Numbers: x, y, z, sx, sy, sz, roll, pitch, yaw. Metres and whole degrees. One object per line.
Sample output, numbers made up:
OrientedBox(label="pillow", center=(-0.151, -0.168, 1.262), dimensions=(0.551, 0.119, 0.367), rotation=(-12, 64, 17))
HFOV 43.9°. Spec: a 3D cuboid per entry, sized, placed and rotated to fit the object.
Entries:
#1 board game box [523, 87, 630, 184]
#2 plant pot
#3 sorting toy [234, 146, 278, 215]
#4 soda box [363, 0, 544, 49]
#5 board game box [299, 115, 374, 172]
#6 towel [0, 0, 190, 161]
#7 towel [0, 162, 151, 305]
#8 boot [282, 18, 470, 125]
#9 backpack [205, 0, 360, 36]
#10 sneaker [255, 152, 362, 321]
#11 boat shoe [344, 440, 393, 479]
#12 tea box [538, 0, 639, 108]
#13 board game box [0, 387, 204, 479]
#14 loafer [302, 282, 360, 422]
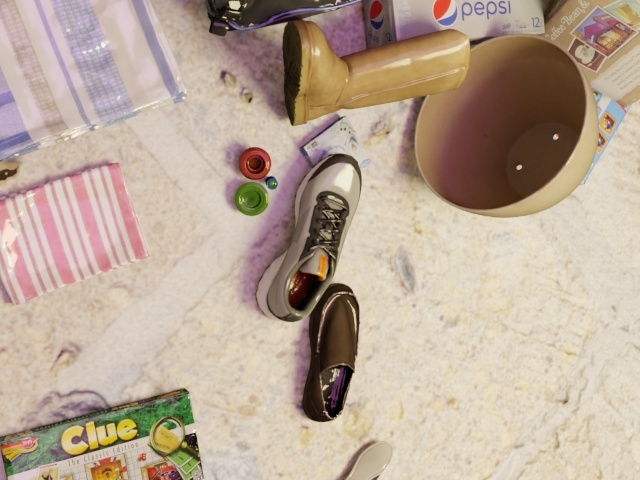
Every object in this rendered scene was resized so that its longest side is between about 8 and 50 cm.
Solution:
OrientedBox(label="board game box", center=(0.463, -0.230, 1.425), dimensions=(0.160, 0.039, 0.211), rotation=(39, 75, -20))
OrientedBox(label="plant pot", center=(0.320, -0.155, 1.258), dimensions=(0.191, 0.284, 0.284), rotation=(22, 82, -47))
OrientedBox(label="sorting toy", center=(-0.095, -0.089, 1.181), dimensions=(0.061, 0.042, 0.102), rotation=(6, 102, -9))
OrientedBox(label="soda box", center=(0.215, -0.362, 1.274), dimensions=(0.286, 0.098, 0.091), rotation=(-10, 98, -23))
OrientedBox(label="board game box", center=(0.026, -0.133, 1.240), dimensions=(0.090, 0.020, 0.090), rotation=(-38, 107, -19))
OrientedBox(label="towel", center=(-0.339, -0.244, 1.063), dimensions=(0.285, 0.034, 0.209), rotation=(-24, 101, -21))
OrientedBox(label="towel", center=(-0.343, -0.011, 1.073), dimensions=(0.197, 0.029, 0.144), rotation=(-21, 100, -22))
OrientedBox(label="boot", center=(0.083, -0.261, 1.131), dimensions=(0.269, 0.236, 0.089), rotation=(-14, 78, -8))
OrientedBox(label="backpack", center=(-0.064, -0.434, 1.076), dimensions=(0.276, 0.213, 0.263), rotation=(-18, 110, -17))
OrientedBox(label="sneaker", center=(0.000, 0.000, 1.179), dimensions=(0.100, 0.108, 0.272), rotation=(24, 86, -24))
OrientedBox(label="boat shoe", center=(0.072, 0.377, 1.273), dimensions=(0.046, 0.038, 0.125), rotation=(31, 69, 20))
OrientedBox(label="tea box", center=(0.539, -0.441, 1.261), dimensions=(0.220, 0.329, 0.324), rotation=(32, 78, -1))
OrientedBox(label="board game box", center=(-0.299, 0.305, 1.107), dimensions=(0.259, 0.030, 0.136), rotation=(-12, 95, -24))
OrientedBox(label="loafer", center=(0.028, 0.176, 1.222), dimensions=(0.080, 0.078, 0.220), rotation=(5, 90, -25))
